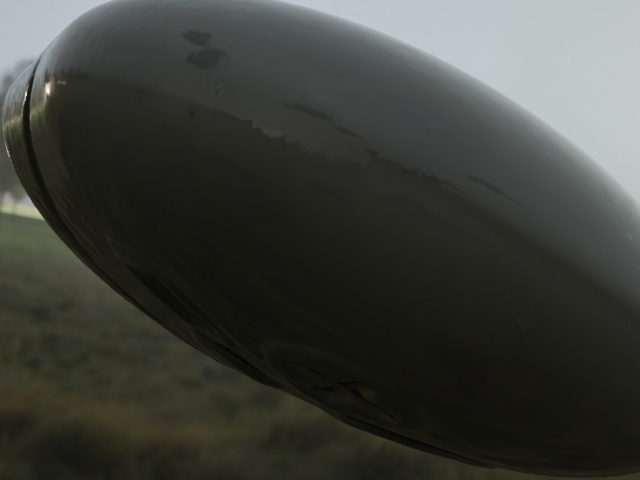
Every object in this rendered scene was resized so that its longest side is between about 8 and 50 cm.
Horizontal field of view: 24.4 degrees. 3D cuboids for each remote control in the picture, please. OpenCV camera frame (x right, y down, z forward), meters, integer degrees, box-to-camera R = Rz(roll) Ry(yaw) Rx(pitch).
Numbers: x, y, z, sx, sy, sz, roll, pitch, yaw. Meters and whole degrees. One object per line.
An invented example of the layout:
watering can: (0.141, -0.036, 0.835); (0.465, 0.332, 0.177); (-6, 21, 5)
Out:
remote control: (0.000, 0.000, 0.494); (0.221, 0.103, 0.332); (33, -7, -14)
